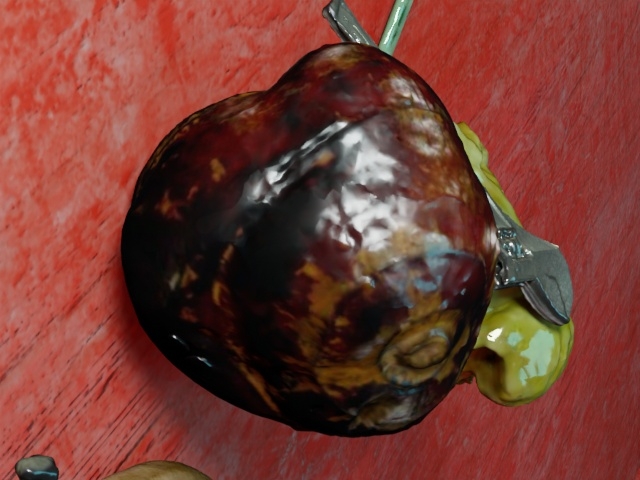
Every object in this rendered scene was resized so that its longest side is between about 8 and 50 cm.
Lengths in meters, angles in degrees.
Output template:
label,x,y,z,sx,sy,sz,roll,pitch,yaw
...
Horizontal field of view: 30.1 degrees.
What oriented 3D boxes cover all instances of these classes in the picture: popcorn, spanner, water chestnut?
label,x,y,z,sx,sy,sz,roll,pitch,yaw
popcorn,0.080,0.028,1.066,0.173,0.225,0.286,-29,89,-46
spanner,0.105,-0.063,0.957,0.325,0.026,0.093,54,40,-3
water chestnut,0.000,0.000,0.860,0.289,0.289,0.244,73,32,-44

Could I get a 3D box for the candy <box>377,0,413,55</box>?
label,x,y,z,sx,sy,sz,roll,pitch,yaw
candy,0.121,-0.335,1.171,0.119,0.119,0.440,25,84,-64

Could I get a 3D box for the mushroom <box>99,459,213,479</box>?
label,x,y,z,sx,sy,sz,roll,pitch,yaw
mushroom,-0.109,0.232,0.932,0.210,0.072,0.094,74,28,-43

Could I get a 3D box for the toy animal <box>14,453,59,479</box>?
label,x,y,z,sx,sy,sz,roll,pitch,yaw
toy animal,-0.244,0.168,0.617,0.225,0.093,0.121,4,105,-65
